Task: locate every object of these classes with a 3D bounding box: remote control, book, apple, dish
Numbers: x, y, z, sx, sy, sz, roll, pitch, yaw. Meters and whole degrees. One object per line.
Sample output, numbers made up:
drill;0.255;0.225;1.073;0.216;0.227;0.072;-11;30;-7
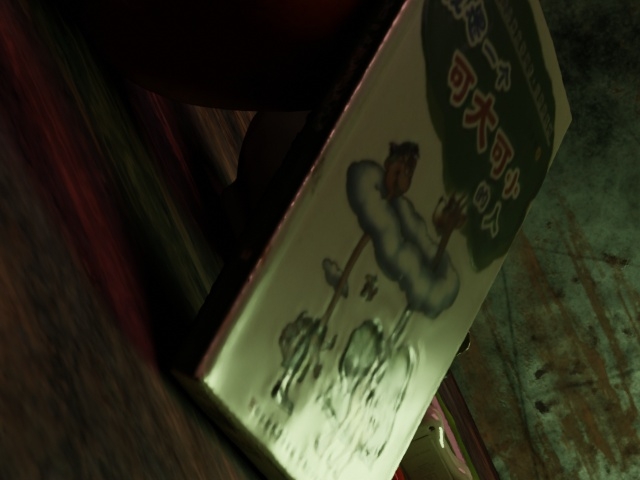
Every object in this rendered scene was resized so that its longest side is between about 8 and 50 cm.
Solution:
remote control;0.101;0.216;1.426;0.032;0.074;0.122;-100;166;-58
book;0.052;-0.014;0.910;0.371;0.043;0.260;-62;148;-21
apple;-0.054;-0.183;0.916;0.234;0.234;0.234;-25;90;-84
dish;0.000;0.000;1.165;0.303;0.120;0.303;-23;90;-87

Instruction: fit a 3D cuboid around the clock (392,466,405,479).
clock;0.030;0.173;1.052;0.155;0.061;0.113;49;17;-77

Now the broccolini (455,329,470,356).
broccolini;0.105;0.027;1.216;0.071;0.057;0.254;22;16;-15

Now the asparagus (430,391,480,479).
asparagus;0.160;0.282;1.774;0.067;0.060;0.277;-7;71;-64
